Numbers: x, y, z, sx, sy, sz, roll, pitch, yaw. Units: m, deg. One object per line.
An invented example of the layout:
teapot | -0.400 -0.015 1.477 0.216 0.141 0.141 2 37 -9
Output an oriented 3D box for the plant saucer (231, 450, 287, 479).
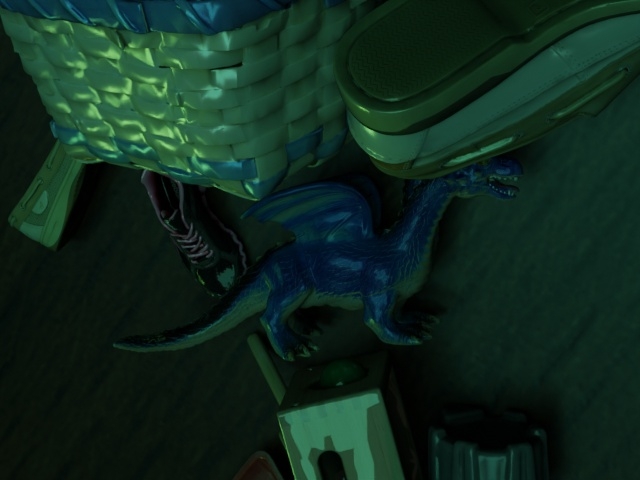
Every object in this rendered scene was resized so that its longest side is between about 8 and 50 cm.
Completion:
plant saucer | -0.045 0.329 1.124 0.258 0.047 0.259 -51 49 20

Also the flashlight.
flashlight | 0.124 0.274 1.086 0.103 0.103 0.304 2 104 18

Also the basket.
basket | -0.089 -0.187 0.975 0.254 0.201 0.289 17 132 35

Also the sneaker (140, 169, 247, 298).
sneaker | -0.093 -0.009 1.114 0.047 0.057 0.119 -25 95 19

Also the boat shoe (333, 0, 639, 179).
boat shoe | 0.151 -0.137 0.969 0.302 0.103 0.113 -25 58 -3

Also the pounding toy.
pounding toy | 0.007 0.133 1.086 0.100 0.130 0.141 -14 98 8

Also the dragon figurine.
dragon figurine | 0.000 0.000 1.070 0.289 0.085 0.144 -7 98 14

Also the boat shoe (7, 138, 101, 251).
boat shoe | -0.180 -0.066 1.130 0.048 0.056 0.153 26 116 5
